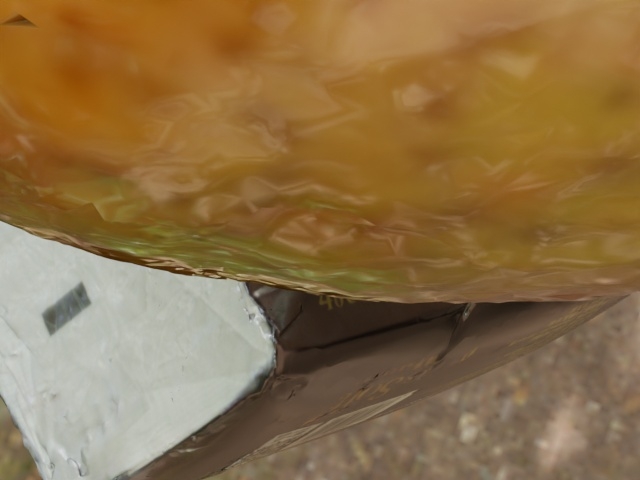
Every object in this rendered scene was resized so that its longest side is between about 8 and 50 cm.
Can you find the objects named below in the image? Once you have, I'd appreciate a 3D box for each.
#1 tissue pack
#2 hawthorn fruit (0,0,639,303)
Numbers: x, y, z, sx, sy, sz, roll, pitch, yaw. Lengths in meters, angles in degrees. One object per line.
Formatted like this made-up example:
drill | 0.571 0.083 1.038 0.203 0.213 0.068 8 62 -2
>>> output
tissue pack | 0.000 0.000 1.028 0.210 0.370 0.198 -29 81 40
hawthorn fruit | 0.036 -0.192 0.580 0.472 0.471 0.472 -57 20 34
